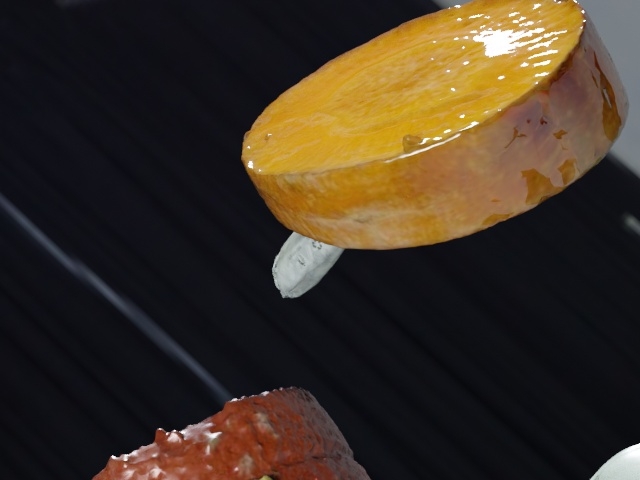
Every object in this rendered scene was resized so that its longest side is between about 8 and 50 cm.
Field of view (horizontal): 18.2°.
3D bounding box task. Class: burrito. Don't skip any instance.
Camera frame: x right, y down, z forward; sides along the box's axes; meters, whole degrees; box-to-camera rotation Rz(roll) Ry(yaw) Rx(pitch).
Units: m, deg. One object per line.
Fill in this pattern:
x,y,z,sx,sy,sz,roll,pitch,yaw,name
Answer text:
-0.001,-0.001,2.227,0.064,0.064,0.203,-36,-10,-41,burrito

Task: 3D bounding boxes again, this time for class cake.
-0.058,0.200,1.221,0.177,0.151,0.283,-27,-19,-35,cake

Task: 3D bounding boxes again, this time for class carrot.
0.079,-0.097,1.543,0.307,0.100,0.258,-8,31,26,carrot

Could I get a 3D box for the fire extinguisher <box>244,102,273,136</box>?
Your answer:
0.003,-0.116,1.702,0.158,0.043,0.064,-28,-8,-10,fire extinguisher

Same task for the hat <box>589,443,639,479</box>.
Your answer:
0.323,0.311,1.965,0.301,0.258,0.168,-18,-41,-48,hat
